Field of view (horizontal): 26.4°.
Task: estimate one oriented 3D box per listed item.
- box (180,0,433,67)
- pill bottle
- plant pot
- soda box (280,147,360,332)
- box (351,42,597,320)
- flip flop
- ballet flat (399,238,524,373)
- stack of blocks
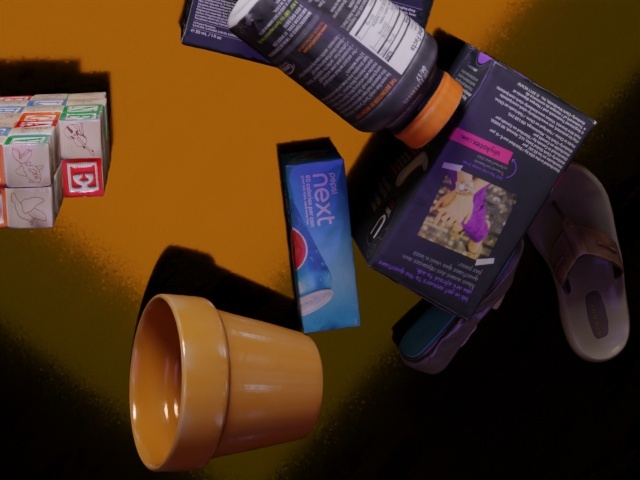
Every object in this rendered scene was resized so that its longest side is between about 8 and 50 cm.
[{"bbox_3d":[-0.009,-0.284,1.534,0.261,0.103,0.184,14,107,-10],"label":"box"},{"bbox_3d":[0.033,-0.202,1.444,0.246,0.130,0.130,37,98,-15],"label":"pill bottle"},{"bbox_3d":[-0.107,0.169,1.612,0.188,0.205,0.205,4,106,-24],"label":"plant pot"},{"bbox_3d":[0.000,0.000,1.632,0.071,0.067,0.210,-7,105,-5],"label":"soda box"},{"bbox_3d":[0.169,-0.071,1.580,0.143,0.165,0.270,30,101,-13],"label":"box"},{"bbox_3d":[0.321,0.029,1.670,0.112,0.080,0.277,-18,107,-2],"label":"flip flop"},{"bbox_3d":[0.183,0.077,1.684,0.213,0.072,0.068,-49,132,8],"label":"ballet flat"},{"bbox_3d":[-0.316,-0.090,1.450,0.171,0.297,0.087,-2,105,-5],"label":"stack of blocks"}]
